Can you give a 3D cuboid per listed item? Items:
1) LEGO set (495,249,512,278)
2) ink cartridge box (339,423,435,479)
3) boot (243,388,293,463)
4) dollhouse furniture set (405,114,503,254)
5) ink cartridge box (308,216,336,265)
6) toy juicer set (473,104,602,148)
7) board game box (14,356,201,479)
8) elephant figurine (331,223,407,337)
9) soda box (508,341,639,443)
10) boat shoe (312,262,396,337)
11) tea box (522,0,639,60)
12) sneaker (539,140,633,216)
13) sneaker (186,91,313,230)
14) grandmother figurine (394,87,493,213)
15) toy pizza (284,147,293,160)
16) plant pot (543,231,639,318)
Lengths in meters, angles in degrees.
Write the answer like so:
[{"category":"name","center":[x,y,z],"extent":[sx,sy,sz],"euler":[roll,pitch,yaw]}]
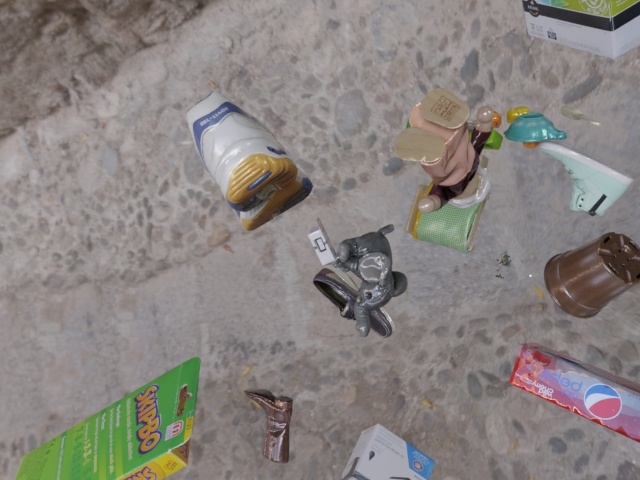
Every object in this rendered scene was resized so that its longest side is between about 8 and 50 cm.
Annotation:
[{"category":"LEGO set","center":[0.527,0.070,1.696],"extent":[0.054,0.023,0.083],"euler":[53,129,51]},{"category":"ink cartridge box","center":[0.180,0.753,1.784],"extent":[0.223,0.129,0.307],"euler":[34,54,-2]},{"category":"boot","center":[-0.093,0.317,1.008],"extent":[0.106,0.037,0.114],"euler":[8,95,38]},{"category":"dollhouse furniture set","center":[0.294,-0.141,1.450],"extent":[0.197,0.151,0.302],"euler":[16,89,49]},{"category":"ink cartridge box","center":[0.000,0.000,1.133],"extent":[0.028,0.048,0.083],"euler":[-23,102,9]},{"category":"toy juicer set","center":[0.575,-0.306,1.612],"extent":[0.328,0.209,0.090],"euler":[1,114,20]},{"category":"board game box","center":[-0.228,0.227,0.627],"extent":[0.259,0.124,0.039],"euler":[-33,118,12]},{"category":"elephant figurine","center":[0.147,0.103,1.562],"extent":[0.239,0.169,0.186],"euler":[58,139,38]},{"category":"soda box","center":[0.516,0.291,1.162],"extent":[0.263,0.083,0.092],"euler":[21,100,37]},{"category":"boat shoe","center":[0.093,0.188,1.724],"extent":[0.285,0.092,0.103],"euler":[44,144,9]},{"category":"tea box","center":[0.682,-0.675,1.480],"extent":[0.220,0.324,0.329],"euler":[-31,35,-6]},{"category":"sneaker","center":[0.681,-0.164,1.597],"extent":[0.255,0.094,0.151],"euler":[31,117,12]},{"category":"sneaker","center":[-0.089,-0.100,0.761],"extent":[0.111,0.296,0.131],"euler":[-34,83,-6]},{"category":"grandmother figurine","center":[0.227,-0.137,1.010],"extent":[0.208,0.342,0.104],"euler":[-47,66,4]},{"category":"toy pizza","center":[-0.154,-0.193,1.494],"extent":[0.201,0.032,0.201],"euler":[12,134,13]},{"category":"plant pot","center":[0.626,0.071,1.340],"extent":[0.166,0.165,0.167],"euler":[8,62,-14]}]
